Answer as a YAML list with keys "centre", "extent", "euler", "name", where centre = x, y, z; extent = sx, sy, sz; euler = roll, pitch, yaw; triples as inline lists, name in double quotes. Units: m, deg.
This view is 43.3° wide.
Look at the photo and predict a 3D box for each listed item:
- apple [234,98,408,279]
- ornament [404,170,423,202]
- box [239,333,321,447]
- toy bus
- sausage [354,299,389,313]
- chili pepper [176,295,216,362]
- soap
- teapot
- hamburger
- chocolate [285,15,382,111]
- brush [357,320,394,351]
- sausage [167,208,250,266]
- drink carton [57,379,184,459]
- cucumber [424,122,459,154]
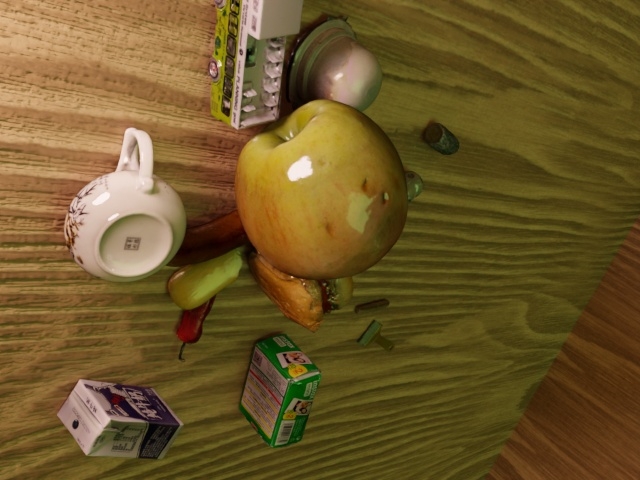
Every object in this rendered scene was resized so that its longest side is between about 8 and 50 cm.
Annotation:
- centre: [-0.005, -0.097, 1.515]
  extent: [0.338, 0.338, 0.305]
  euler: [-42, 132, -15]
  name: "apple"
- centre: [0.187, -0.112, 1.988]
  extent: [0.156, 0.081, 0.075]
  euler: [-31, 143, -20]
  name: "ornament"
- centre: [-0.102, 0.375, 2.000]
  extent: [0.103, 0.180, 0.250]
  euler: [-9, 128, -39]
  name: "box"
- centre: [-0.115, -0.340, 1.398]
  extent: [0.113, 0.139, 0.302]
  euler: [-19, 135, -34]
  name: "toy bus"
- centre: [0.147, 0.185, 2.245]
  extent: [0.132, 0.024, 0.024]
  euler: [-8, 126, -44]
  name: "sausage"
- centre: [-0.260, 0.153, 1.741]
  extent: [0.059, 0.050, 0.268]
  euler: [13, 110, -35]
  name: "chili pepper"
- centre: [-0.235, 0.079, 1.681]
  extent: [0.168, 0.033, 0.089]
  euler: [-28, 111, -12]
  name: "soap"
- centre: [-0.335, -0.045, 1.409]
  extent: [0.208, 0.166, 0.300]
  euler: [11, 106, -23]
  name: "teapot"
- centre: [-0.035, 0.067, 1.769]
  extent: [0.163, 0.244, 0.244]
  euler: [-39, 143, -23]
  name: "hamburger"
- centre: [0.040, -0.317, 1.588]
  extent: [0.221, 0.147, 0.221]
  euler: [-29, 142, -26]
  name: "chocolate"
- centre: [0.177, 0.296, 2.386]
  extent: [0.083, 0.011, 0.205]
  euler: [-53, 146, -1]
  name: "brush"
- centre: [-0.215, -0.010, 1.616]
  extent: [0.302, 0.076, 0.103]
  euler: [-24, 150, -40]
  name: "sausage"
- centre: [-0.417, 0.377, 1.685]
  extent: [0.102, 0.134, 0.222]
  euler: [-55, 144, 9]
  name: "drink carton"
- centre: [0.308, -0.251, 2.015]
  extent: [0.112, 0.064, 0.064]
  euler: [20, 105, -54]
  name: "cucumber"
